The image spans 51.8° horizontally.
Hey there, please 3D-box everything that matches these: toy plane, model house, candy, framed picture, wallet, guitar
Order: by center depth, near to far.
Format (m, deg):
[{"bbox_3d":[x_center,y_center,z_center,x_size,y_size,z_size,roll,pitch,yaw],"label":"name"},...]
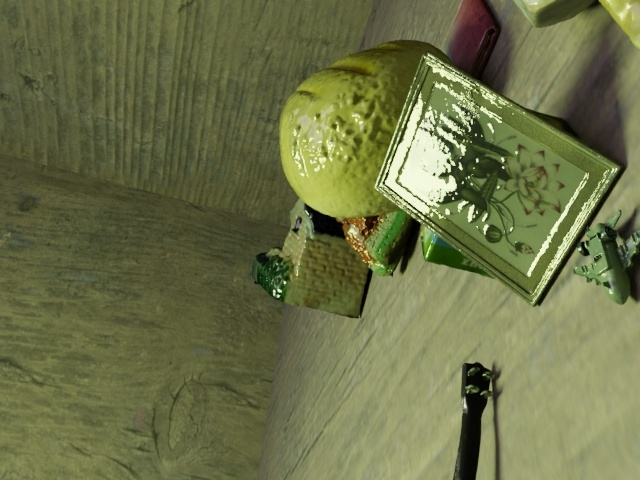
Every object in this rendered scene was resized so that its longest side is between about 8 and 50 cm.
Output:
[{"bbox_3d":[0.231,0.014,0.530,0.080,0.033,0.083,-46,27,46],"label":"toy plane"},{"bbox_3d":[0.145,0.239,0.651,0.038,0.083,0.271,123,167,-58],"label":"guitar"},{"bbox_3d":[0.163,-0.064,0.669,0.010,0.231,0.173,-19,-42,-42],"label":"framed picture"},{"bbox_3d":[0.189,-0.054,0.731,0.062,0.097,0.195,-88,15,-55],"label":"candy"},{"bbox_3d":[0.250,-0.342,1.114,0.232,0.025,0.119,-86,12,-54],"label":"wallet"},{"bbox_3d":[0.002,0.001,1.541,0.298,0.243,0.284,-144,72,-70],"label":"model house"}]

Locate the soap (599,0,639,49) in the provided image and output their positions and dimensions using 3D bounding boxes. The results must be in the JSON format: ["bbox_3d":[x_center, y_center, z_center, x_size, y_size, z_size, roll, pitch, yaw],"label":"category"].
[{"bbox_3d":[0.283,-0.329,0.482,0.427,0.115,0.306,-83,7,-46],"label":"soap"}]

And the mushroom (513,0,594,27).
[{"bbox_3d":[0.262,-0.364,0.753,0.097,0.109,0.351,-21,45,40],"label":"mushroom"}]

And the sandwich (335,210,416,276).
[{"bbox_3d":[0.095,-0.042,1.215,0.109,0.159,0.185,74,-146,-65],"label":"sandwich"}]

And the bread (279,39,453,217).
[{"bbox_3d":[0.078,-0.181,1.042,0.320,0.320,0.237,-96,-5,-70],"label":"bread"}]
